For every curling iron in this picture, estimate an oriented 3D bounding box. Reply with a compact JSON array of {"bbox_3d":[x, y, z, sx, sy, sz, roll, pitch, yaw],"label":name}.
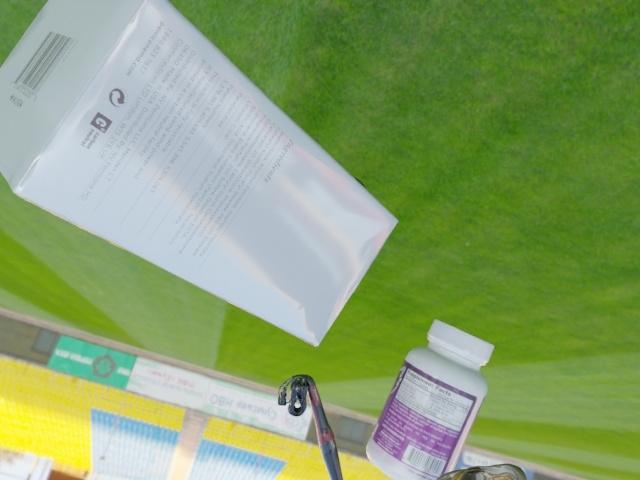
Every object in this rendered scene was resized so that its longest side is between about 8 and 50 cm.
[{"bbox_3d":[-0.004,0.345,0.977,0.068,0.274,0.035,-21,-161,2],"label":"curling iron"}]

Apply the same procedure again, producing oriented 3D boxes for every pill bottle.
[{"bbox_3d":[0.221,0.314,1.102,0.169,0.301,0.169,25,177,1],"label":"pill bottle"}]

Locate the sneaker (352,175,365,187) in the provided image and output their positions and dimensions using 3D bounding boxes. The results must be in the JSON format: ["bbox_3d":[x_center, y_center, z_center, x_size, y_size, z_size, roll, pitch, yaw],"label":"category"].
[{"bbox_3d":[-0.001,-0.001,1.020,0.090,0.145,0.270,25,155,-2],"label":"sneaker"}]

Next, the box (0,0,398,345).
[{"bbox_3d":[-0.119,-0.062,0.558,0.215,0.168,0.345,29,175,46],"label":"box"}]

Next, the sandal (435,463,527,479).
[{"bbox_3d":[0.254,0.416,0.945,0.180,0.072,0.049,-28,146,26],"label":"sandal"}]
